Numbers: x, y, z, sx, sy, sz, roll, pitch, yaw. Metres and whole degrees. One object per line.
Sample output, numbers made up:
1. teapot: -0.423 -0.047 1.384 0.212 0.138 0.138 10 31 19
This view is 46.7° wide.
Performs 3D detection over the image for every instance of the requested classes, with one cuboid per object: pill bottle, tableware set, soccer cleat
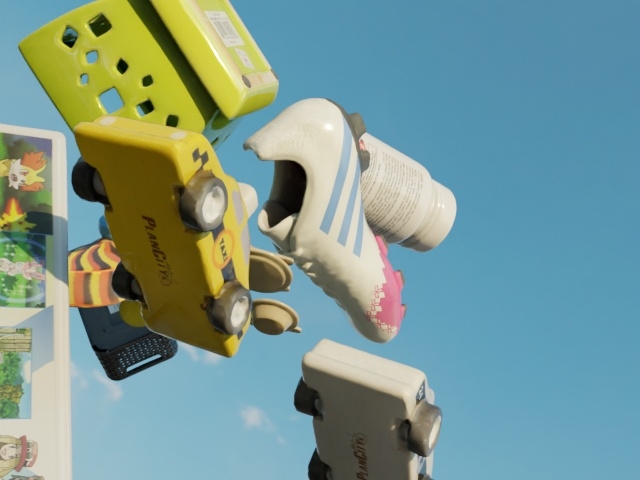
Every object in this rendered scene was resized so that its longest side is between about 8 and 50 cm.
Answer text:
1. pill bottle: 0.093 -0.088 1.297 0.283 0.160 0.160 25 -33 -31
2. tableware set: -0.090 0.047 0.702 0.141 0.020 0.168 9 -39 8
3. soccer cleat: 0.000 0.000 0.863 0.116 0.143 0.331 24 -42 52

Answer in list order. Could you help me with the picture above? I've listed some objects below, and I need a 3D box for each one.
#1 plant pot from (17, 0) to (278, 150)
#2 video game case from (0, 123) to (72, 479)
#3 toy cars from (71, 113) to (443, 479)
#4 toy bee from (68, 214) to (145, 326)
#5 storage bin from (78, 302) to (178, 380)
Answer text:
1. plant pot: -0.194 -0.211 0.941 0.207 0.228 0.227 -30 -83 18
2. video game case: -0.315 0.036 0.464 0.300 0.329 0.036 5 -40 -26
3. toy cars: -0.022 0.061 0.536 0.393 0.087 0.176 48 -41 -13
4. toy bee: -0.235 0.009 1.043 0.162 0.298 0.195 13 -45 16
5. storage bin: -0.321 0.121 1.209 0.180 0.122 0.084 55 -19 39
